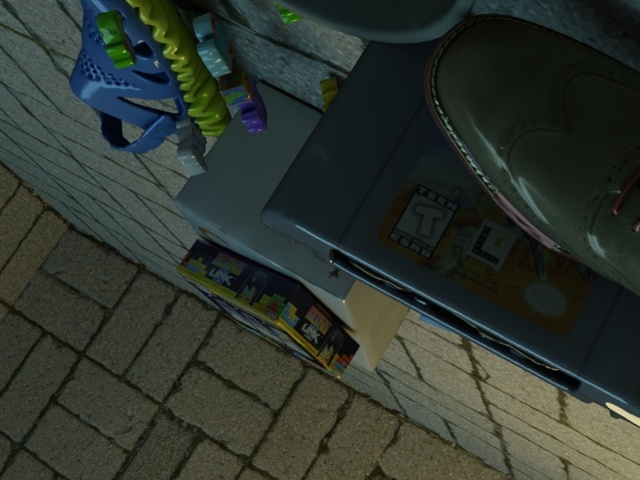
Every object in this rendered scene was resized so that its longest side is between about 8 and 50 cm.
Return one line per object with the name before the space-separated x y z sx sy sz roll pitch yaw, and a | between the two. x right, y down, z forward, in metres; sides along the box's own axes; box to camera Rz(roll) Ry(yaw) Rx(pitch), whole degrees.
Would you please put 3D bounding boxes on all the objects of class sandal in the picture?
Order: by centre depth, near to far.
sandal | -0.187 -0.174 0.982 0.317 0.138 0.126 66 -179 -63

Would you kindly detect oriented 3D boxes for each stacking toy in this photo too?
stacking toy | -0.079 -0.152 0.890 0.167 0.052 0.221 -14 145 11

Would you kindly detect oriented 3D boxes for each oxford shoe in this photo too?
oxford shoe | 0.209 -0.017 0.562 0.348 0.123 0.130 37 -177 2

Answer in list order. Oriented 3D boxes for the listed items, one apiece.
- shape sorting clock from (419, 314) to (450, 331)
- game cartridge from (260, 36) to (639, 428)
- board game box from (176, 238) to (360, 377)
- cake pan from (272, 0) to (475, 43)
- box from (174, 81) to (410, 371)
shape sorting clock | 0.210 0.117 1.360 0.206 0.040 0.206 22 178 1
game cartridge | 0.133 -0.026 0.684 0.297 0.198 0.062 28 167 10
board game box | -0.058 0.073 1.091 0.170 0.048 0.141 22 162 41
cake pan | -0.021 -0.235 0.607 0.293 0.054 0.293 31 167 8
box | 0.000 0.000 1.173 0.215 0.168 0.345 29 167 16
